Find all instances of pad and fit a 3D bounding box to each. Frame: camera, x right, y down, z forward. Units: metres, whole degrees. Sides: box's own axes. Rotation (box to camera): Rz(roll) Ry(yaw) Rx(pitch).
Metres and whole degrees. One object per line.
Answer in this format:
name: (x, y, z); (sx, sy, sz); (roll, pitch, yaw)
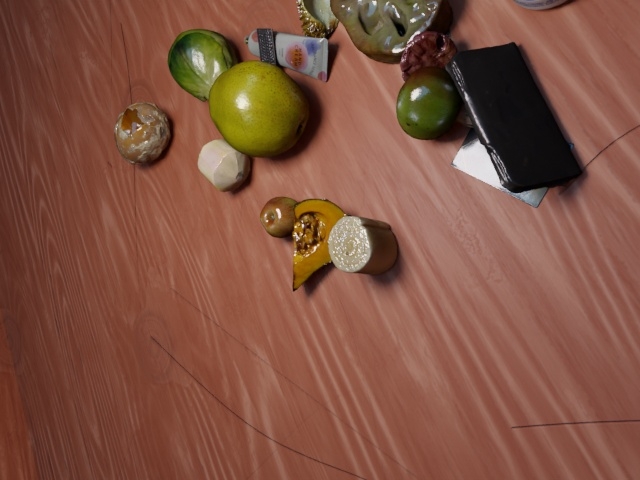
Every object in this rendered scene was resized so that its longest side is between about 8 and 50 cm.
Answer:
pad: (0.447, -0.202, 1.285); (0.243, 0.004, 0.163); (34, 105, 31)

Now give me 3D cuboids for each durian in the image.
durian: (-0.001, -0.710, 1.584); (0.139, 0.144, 0.252); (14, 89, 13)

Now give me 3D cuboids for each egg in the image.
egg: (-0.642, -0.382, 1.943); (0.233, 0.195, 0.195); (-50, 61, 19)

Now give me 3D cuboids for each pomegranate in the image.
pomegranate: (0.290, -0.326, 1.317); (0.210, 0.180, 0.179); (22, 100, 7)

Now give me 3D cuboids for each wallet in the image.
wallet: (0.429, -0.280, 1.214); (0.051, 0.197, 0.377); (112, 141, -67)

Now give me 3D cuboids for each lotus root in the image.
lotus root: (0.195, -0.666, 1.442); (0.375, 0.111, 0.390); (3, 87, 38)

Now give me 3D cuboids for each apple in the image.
apple: (-0.117, -0.073, 1.605); (0.126, 0.102, 0.126); (-3, 84, 33)

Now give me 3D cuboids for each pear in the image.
pear: (-0.176, -0.380, 1.577); (0.294, 0.294, 0.294); (-3, 84, 34)

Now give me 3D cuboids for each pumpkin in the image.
pumpkin: (0.000, 0.001, 1.534); (0.163, 0.111, 0.278); (1, 110, -4)

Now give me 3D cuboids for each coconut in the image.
coconut: (-0.300, -0.237, 1.723); (0.153, 0.147, 0.147); (40, 108, 28)

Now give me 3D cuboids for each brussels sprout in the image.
brussels sprout: (-0.372, -0.569, 1.771); (0.271, 0.210, 0.219); (50, 119, 10)

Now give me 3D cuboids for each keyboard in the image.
keyboard: (-0.161, -0.550, 1.673); (0.067, 0.011, 0.202); (15, 124, 32)

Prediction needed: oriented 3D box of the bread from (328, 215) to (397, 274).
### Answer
bread: (0.111, 0.015, 1.418); (0.134, 0.141, 0.148); (-17, 75, 36)

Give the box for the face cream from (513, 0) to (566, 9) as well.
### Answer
face cream: (0.506, -0.634, 1.216); (0.206, 0.111, 0.205); (-4, 83, 34)

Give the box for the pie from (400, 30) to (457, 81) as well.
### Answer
pie: (0.270, -0.451, 1.358); (0.154, 0.153, 0.038); (-36, 34, 27)

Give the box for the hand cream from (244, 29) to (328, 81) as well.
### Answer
hand cream: (-0.110, -0.582, 1.655); (0.341, 0.078, 0.124); (27, 130, 33)
